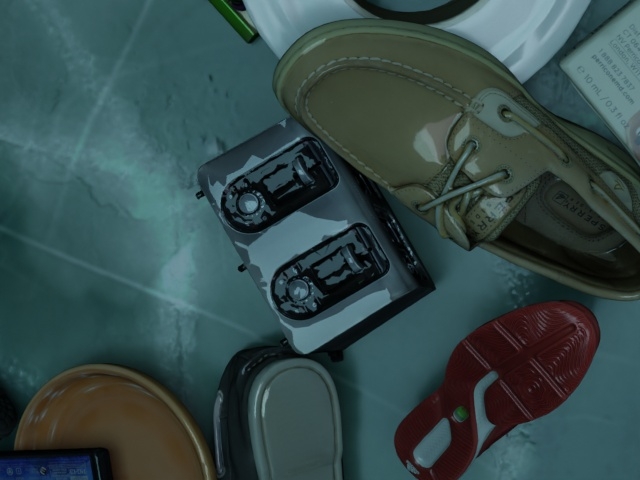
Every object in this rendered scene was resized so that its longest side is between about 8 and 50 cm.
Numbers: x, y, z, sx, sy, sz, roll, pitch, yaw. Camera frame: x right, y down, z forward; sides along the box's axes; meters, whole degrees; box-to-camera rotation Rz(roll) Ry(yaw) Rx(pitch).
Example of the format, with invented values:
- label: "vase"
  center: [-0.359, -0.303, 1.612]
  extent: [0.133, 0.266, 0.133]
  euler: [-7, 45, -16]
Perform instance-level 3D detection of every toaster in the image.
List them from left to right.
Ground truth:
- label: "toaster"
  center: [0.000, 0.000, 1.412]
  extent: [0.110, 0.185, 0.168]
  euler: [-30, 82, 8]

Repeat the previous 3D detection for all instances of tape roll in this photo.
- label: "tape roll"
  center: [0.070, -0.240, 1.380]
  extent: [0.286, 0.100, 0.286]
  euler: [0, 103, -1]

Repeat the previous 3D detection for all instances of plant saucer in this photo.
- label: "plant saucer"
  center: [-0.165, 0.197, 1.491]
  extent: [0.200, 0.037, 0.200]
  euler: [5, 101, 28]

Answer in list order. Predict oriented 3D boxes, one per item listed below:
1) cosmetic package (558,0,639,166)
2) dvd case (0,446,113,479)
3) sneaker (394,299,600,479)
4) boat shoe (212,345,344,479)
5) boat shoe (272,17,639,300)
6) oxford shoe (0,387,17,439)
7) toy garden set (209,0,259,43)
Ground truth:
- label: "cosmetic package"
  center: [0.331, -0.179, 1.349]
  extent: [0.296, 0.153, 0.129]
  euler: [-40, 89, 12]
- label: "dvd case"
  center: [-0.234, 0.300, 1.513]
  extent: [0.180, 0.022, 0.253]
  euler: [-6, 95, 29]
- label: "sneaker"
  center: [0.153, 0.095, 1.400]
  extent: [0.087, 0.128, 0.221]
  euler: [51, 130, 3]
- label: "boat shoe"
  center: [-0.030, 0.249, 1.484]
  extent: [0.112, 0.095, 0.335]
  euler: [-6, 99, -26]
- label: "boat shoe"
  center: [0.121, -0.055, 1.329]
  extent: [0.341, 0.110, 0.121]
  euler: [22, 126, -26]
- label: "oxford shoe"
  center: [-0.365, 0.128, 1.531]
  extent: [0.227, 0.083, 0.096]
  euler: [22, 116, 8]
- label: "toy garden set"
  center: [-0.039, -0.314, 1.446]
  extent: [0.244, 0.049, 0.204]
  euler: [-42, 88, 10]
